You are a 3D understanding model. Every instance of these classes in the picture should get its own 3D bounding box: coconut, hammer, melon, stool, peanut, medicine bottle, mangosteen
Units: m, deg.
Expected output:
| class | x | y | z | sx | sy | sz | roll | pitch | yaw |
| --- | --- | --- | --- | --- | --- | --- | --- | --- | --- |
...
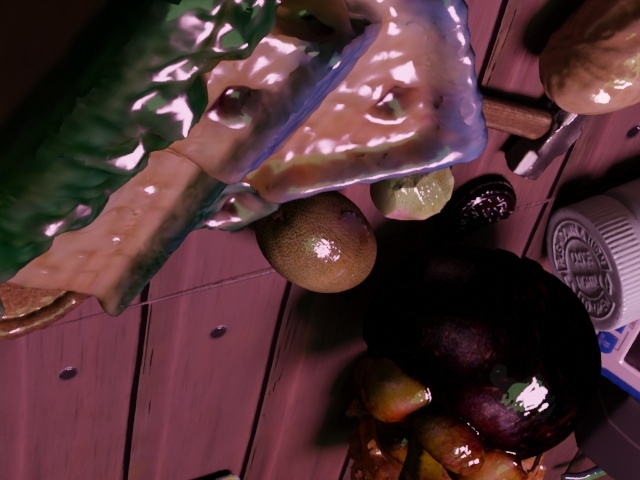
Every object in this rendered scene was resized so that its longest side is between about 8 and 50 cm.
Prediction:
| class | x | y | z | sx | sy | sz | roll | pitch | yaw |
| --- | --- | --- | --- | --- | --- | --- | --- | --- | --- |
| coconut | 0.090 | -0.058 | 1.237 | 0.082 | 0.083 | 0.081 | 11 | 142 | 9 |
| hammer | 0.122 | -0.132 | 1.211 | 0.365 | 0.043 | 0.111 | 7 | 131 | -41 |
| melon | 0.000 | 0.000 | 1.218 | 0.099 | 0.099 | 0.162 | -41 | 147 | 12 |
| stool | 0.487 | 0.262 | 1.841 | 0.232 | 0.232 | 0.141 | 0 | 135 | -39 |
| peanut | 0.334 | -0.214 | 1.216 | 0.274 | 0.111 | 0.125 | -27 | 131 | -14 |
| medicine bottle | 0.445 | -0.015 | 1.504 | 0.318 | 0.158 | 0.158 | -20 | 144 | -19 |
| mangosteen | 0.168 | 0.145 | 1.362 | 0.233 | 0.288 | 0.287 | -14 | 156 | 29 |

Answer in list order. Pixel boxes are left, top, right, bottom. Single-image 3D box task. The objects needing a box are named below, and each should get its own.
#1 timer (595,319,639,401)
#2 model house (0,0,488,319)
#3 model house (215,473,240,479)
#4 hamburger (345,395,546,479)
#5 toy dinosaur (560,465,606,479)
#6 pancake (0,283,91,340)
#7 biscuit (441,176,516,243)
| class | x | y | z | sx | sy | sz | roll | pitch | yaw |
| --- | --- | --- | --- | --- | --- | --- | --- | --- | --- |
| timer | 0.464 | 0.112 | 1.671 | 0.078 | 0.178 | 0.253 | -38 | 156 | -39 |
| model house | -0.095 | -0.116 | 0.803 | 0.342 | 0.335 | 0.382 | 10 | 138 | -43 |
| model house | -0.166 | 0.511 | 1.547 | 0.242 | 0.313 | 0.358 | -13 | 140 | -31 |
| hamburger | 0.170 | 0.253 | 1.564 | 0.260 | 0.245 | 0.211 | -32 | 150 | -39 |
| toy dinosaur | 0.570 | 0.199 | 1.930 | 0.500 | 0.144 | 0.374 | -26 | 133 | 4 |
| pancake | -0.268 | 0.021 | 1.100 | 0.199 | 0.021 | 0.199 | -21 | 143 | -17 |
| biscuit | 0.174 | -0.032 | 1.381 | 0.087 | 0.027 | 0.089 | -2 | 135 | -36 |
